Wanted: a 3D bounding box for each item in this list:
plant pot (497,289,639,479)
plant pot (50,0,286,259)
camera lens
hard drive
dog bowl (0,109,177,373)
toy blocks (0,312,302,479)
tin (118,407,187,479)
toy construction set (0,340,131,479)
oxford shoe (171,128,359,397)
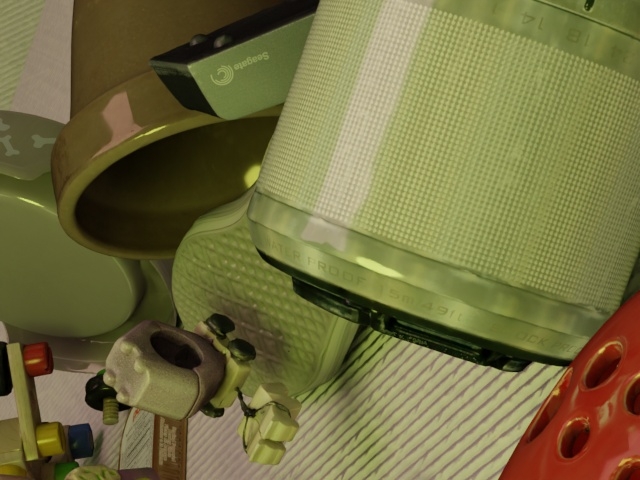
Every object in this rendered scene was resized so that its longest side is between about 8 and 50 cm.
[{"bbox_3d":[0.186,0.082,0.597,0.174,0.191,0.191,-61,24,14],"label":"plant pot"},{"bbox_3d":[-0.110,-0.138,1.292,0.263,0.263,0.229,-45,55,49],"label":"plant pot"},{"bbox_3d":[0.094,-0.077,0.893,0.219,0.219,0.274,27,99,68],"label":"camera lens"},{"bbox_3d":[0.019,-0.150,1.062,0.054,0.255,0.172,68,168,-13],"label":"hard drive"},{"bbox_3d":[-0.303,0.000,1.660,0.349,0.349,0.102,-44,22,50],"label":"dog bowl"},{"bbox_3d":[-0.156,0.248,1.075,0.288,0.260,0.309,46,118,36],"label":"toy blocks"},{"bbox_3d":[-0.168,0.227,1.547,0.106,0.040,0.189,-48,32,39],"label":"tin"},{"bbox_3d":[-0.352,0.252,1.649,0.257,0.309,0.237,122,150,-52],"label":"toy construction set"},{"bbox_3d":[0.000,0.000,1.211,0.130,0.169,0.449,-37,-9,-32],"label":"oxford shoe"}]
